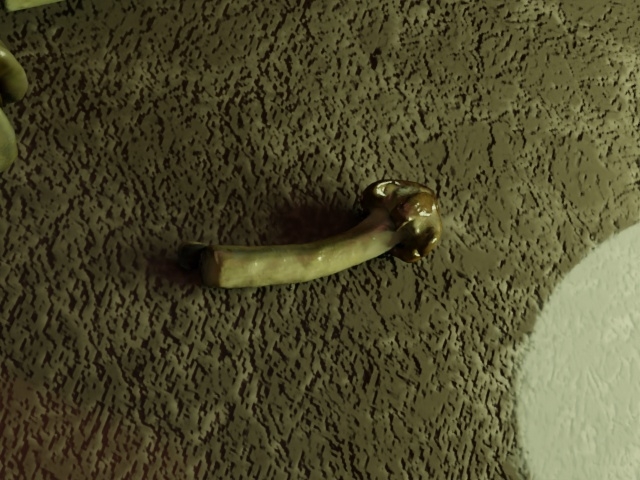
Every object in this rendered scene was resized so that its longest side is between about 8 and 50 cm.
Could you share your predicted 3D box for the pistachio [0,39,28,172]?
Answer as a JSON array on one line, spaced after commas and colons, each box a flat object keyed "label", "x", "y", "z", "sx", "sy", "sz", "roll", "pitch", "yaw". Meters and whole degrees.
[{"label": "pistachio", "x": -0.270, "y": -0.098, "z": 0.715, "sx": 0.238, "sy": 0.153, "sz": 0.137, "roll": 19, "pitch": 69, "yaw": -47}]

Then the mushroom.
[{"label": "mushroom", "x": 0.000, "y": 0.000, "z": 0.850, "sx": 0.187, "sy": 0.061, "sz": 0.060, "roll": -15, "pitch": 81, "yaw": -25}]

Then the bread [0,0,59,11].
[{"label": "bread", "x": -0.145, "y": -0.297, "z": 0.836, "sx": 0.192, "sy": 0.171, "sz": 0.314, "roll": 6, "pitch": 68, "yaw": -19}]
